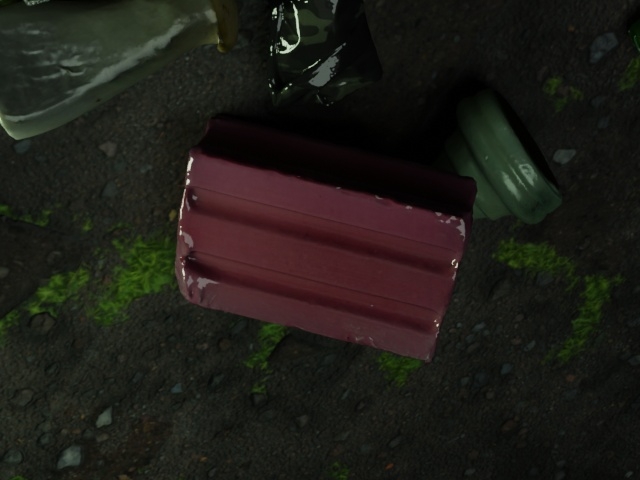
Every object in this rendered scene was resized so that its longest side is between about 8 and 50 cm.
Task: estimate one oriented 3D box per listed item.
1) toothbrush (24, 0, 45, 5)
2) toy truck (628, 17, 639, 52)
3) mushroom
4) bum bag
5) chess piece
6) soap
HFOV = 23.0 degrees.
[{"bbox_3d":[-0.420,-0.235,1.715,0.288,0.026,0.024,-21,176,-16],"label":"toothbrush"},{"bbox_3d":[0.539,-0.318,2.128,0.242,0.101,0.125,-39,122,12],"label":"toy truck"},{"bbox_3d":[-0.251,-0.231,1.803,0.328,0.122,0.159,-22,142,-8],"label":"mushroom"},{"bbox_3d":[-0.005,-0.310,1.873,0.144,0.095,0.340,-11,122,-7],"label":"bum bag"},{"bbox_3d":[0.155,-0.053,2.115,0.299,0.195,0.194,-32,134,14],"label":"chess piece"},{"bbox_3d":[0.000,0.000,2.002,0.359,0.128,0.233,14,121,1],"label":"soap"}]
